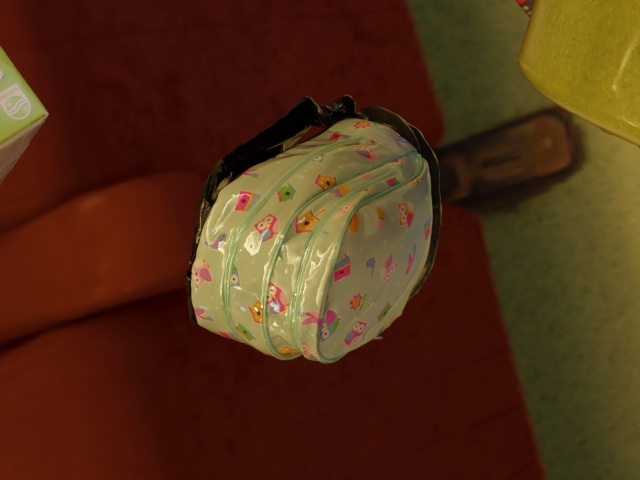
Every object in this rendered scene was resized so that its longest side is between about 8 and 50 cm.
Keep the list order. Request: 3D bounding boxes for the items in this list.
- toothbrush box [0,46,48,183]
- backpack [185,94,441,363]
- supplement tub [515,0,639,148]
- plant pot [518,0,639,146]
[{"bbox_3d":[-0.363,-0.152,1.304,0.283,0.122,0.206,56,153,-1],"label":"toothbrush box"},{"bbox_3d":[0.000,0.000,1.011,0.115,0.182,0.152,12,111,30],"label":"backpack"},{"bbox_3d":[0.270,-0.158,1.157,0.191,0.191,0.272,-38,96,32],"label":"supplement tub"},{"bbox_3d":[0.251,-0.193,0.691,0.366,0.366,0.353,26,106,28],"label":"plant pot"}]
